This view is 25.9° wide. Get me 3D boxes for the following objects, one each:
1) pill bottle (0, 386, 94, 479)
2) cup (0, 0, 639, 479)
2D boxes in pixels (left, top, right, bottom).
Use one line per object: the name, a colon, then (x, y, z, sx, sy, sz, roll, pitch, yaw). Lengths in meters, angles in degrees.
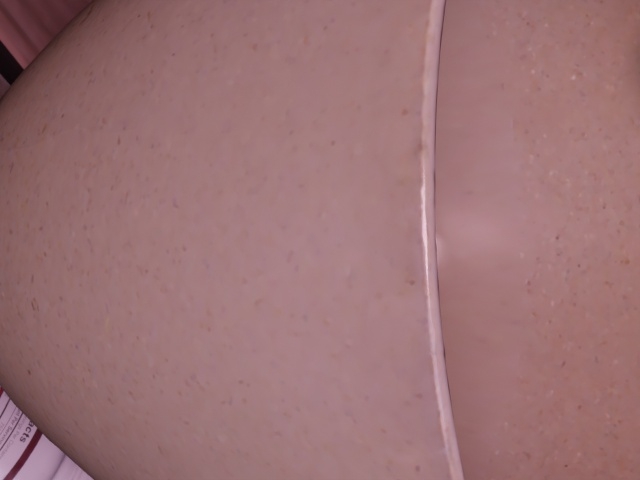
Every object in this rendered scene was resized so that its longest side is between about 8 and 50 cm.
pill bottle: (-0.185, 0.095, 0.715, 0.086, 0.086, 0.152, -41, 113, 20)
cup: (0.000, 0.000, 0.561, 0.237, 0.331, 0.331, -2, 123, 26)
